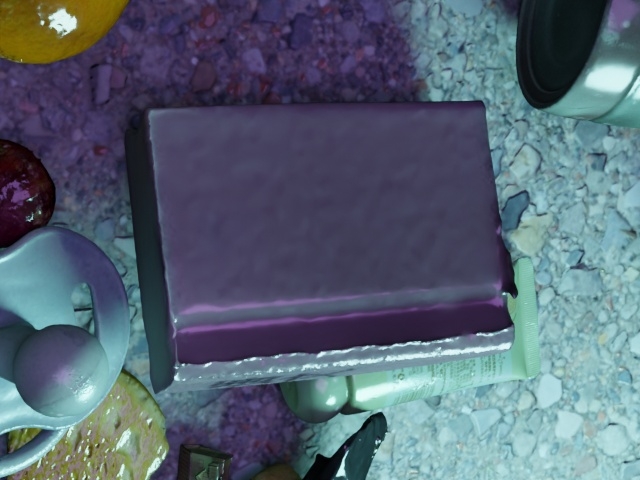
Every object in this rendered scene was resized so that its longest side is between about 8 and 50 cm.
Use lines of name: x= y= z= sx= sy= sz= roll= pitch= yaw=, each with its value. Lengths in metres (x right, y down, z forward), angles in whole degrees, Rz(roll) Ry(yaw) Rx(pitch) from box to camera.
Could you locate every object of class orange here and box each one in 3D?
orange: x=-0.267 y=-0.267 z=1.234 sx=0.224 sy=0.170 sz=0.224 roll=-1 pitch=91 yaw=-57

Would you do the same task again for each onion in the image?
onion: x=-0.307 y=-0.044 z=1.319 sx=0.107 sy=0.097 sz=0.107 roll=1 pitch=98 yaw=9

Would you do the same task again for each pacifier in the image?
pacifier: x=-0.273 y=0.116 z=1.260 sx=0.287 sy=0.226 sz=0.238 roll=-10 pitch=102 yaw=-37

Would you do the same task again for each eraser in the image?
eraser: x=0.000 y=0.000 z=1.390 sx=0.359 sy=0.122 sz=0.272 roll=-5 pitch=79 yaw=-20

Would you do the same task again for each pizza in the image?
pizza: x=-0.250 y=0.243 z=1.426 sx=0.181 sy=0.034 sz=0.262 roll=8 pitch=95 yaw=-22

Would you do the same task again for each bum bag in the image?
bum bag: x=0.004 y=0.297 z=1.485 sx=0.123 sy=0.060 sz=0.248 roll=2 pitch=108 yaw=-64

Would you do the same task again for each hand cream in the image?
hand cream: x=0.106 y=0.119 z=1.506 sx=0.306 sy=0.093 sz=0.147 roll=-13 pitch=108 yaw=-19

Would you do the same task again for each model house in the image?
model house: x=-0.131 y=0.264 z=1.465 sx=0.058 sy=0.057 sz=0.083 roll=10 pitch=101 yaw=17

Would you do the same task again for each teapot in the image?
teapot: x=0.389 y=-0.256 z=1.471 sx=0.312 sy=0.233 sz=0.315 roll=10 pitch=60 yaw=-15

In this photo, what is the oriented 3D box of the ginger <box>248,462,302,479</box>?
ginger: x=-0.098 y=0.378 z=1.489 sx=0.118 sy=0.065 sz=0.298 roll=24 pitch=87 yaw=-58
